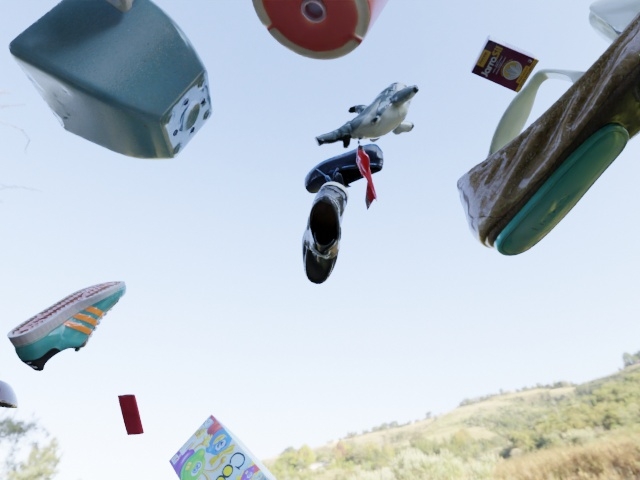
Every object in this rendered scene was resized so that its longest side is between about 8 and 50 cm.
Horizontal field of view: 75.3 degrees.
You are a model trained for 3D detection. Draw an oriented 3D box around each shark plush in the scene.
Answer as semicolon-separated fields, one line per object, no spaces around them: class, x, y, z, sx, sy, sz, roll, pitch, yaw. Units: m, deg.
shark plush;0.066;-0.166;0.578;0.161;0.067;0.073;-37;-30;-3

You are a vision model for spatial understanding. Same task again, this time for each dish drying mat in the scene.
dish drying mat;-0.336;0.309;0.736;0.032;0.008;0.083;-3;-73;3

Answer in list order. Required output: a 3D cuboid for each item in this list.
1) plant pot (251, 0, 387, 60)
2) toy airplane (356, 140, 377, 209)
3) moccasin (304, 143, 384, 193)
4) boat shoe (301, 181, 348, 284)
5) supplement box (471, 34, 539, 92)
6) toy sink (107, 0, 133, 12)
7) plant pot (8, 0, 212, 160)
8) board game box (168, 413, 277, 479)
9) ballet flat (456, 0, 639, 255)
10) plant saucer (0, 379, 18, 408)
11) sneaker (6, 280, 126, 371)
plant pot;0.017;-0.458;0.678;0.274;0.243;0.275;15;-21;6
toy airplane;0.099;-0.141;0.897;0.028;0.151;0.151;-12;-35;4
moccasin;0.080;-0.258;1.597;0.341;0.117;0.137;-25;-33;28
boat shoe;0.000;0.000;0.840;0.083;0.079;0.233;14;-57;4
supplement box;0.289;-0.278;0.654;0.083;0.043;0.055;24;-52;4
toy sink;-0.338;-0.481;0.657;0.131;0.234;0.153;34;-21;-11
plant pot;-0.360;-0.306;0.818;0.252;0.248;0.247;30;-22;3
board game box;-0.205;0.548;0.941;0.275;0.144;0.142;11;-40;52
ballet flat;0.252;-0.134;0.370;0.116;0.124;0.342;11;-49;-38
plant saucer;-0.834;0.315;0.919;0.310;0.050;0.311;7;-30;4
sneaker;-0.627;0.210;1.072;0.108;0.302;0.121;1;-67;30
